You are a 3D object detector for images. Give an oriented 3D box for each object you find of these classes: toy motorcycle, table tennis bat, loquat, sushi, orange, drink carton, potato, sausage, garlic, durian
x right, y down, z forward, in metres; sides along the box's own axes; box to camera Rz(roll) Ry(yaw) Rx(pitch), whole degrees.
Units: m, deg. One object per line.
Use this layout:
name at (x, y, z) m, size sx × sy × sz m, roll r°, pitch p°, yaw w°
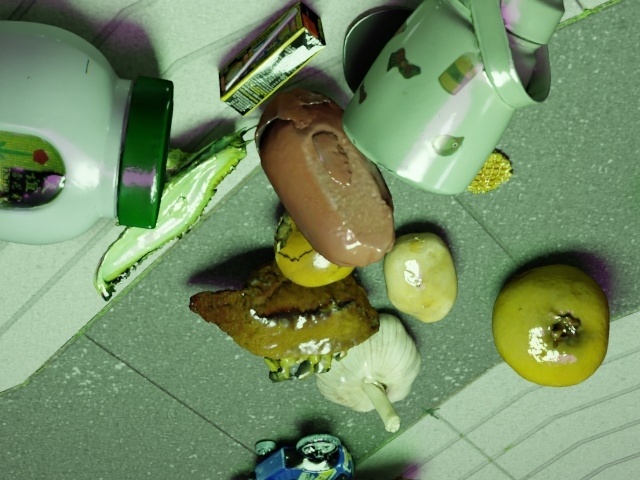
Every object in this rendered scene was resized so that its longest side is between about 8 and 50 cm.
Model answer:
toy motorcycle at (-0.041, 0.451, 2.366) m, size 0.169 × 0.113 × 0.315 m, roll 17°, pitch 139°, yaw -34°
table tennis bat at (0.104, -0.234, 1.790) m, size 0.138 × 0.022 × 0.246 m, roll -9°, pitch 133°, yaw -1°
loquat at (0.391, 0.142, 2.066) m, size 0.208 × 0.208 × 0.208 m, roll -4°, pitch 134°, yaw -4°
sushi at (-0.048, 0.123, 2.013) m, size 0.296 × 0.167 × 0.179 m, roll -9°, pitch 151°, yaw -27°
orange at (0.000, 0.000, 1.914) m, size 0.156 × 0.156 × 0.134 m, roll -32°, pitch 135°, yaw 21°
drink carton at (-0.070, -0.254, 1.713) m, size 0.166 × 0.071 × 0.056 m, roll -38°, pitch 129°, yaw 24°
potato at (0.164, 0.061, 2.019) m, size 0.118 × 0.109 × 0.178 m, roll 2°, pitch 132°, yaw 22°
sausage at (0.009, -0.089, 1.771) m, size 0.152 × 0.152 × 0.279 m, roll -29°, pitch 94°, yaw 19°
garlic at (0.090, 0.253, 2.114) m, size 0.199 × 0.226 × 0.199 m, roll -7°, pitch 132°, yaw -8°
durian at (-0.221, -0.065, 1.840) m, size 0.375 × 0.106 × 0.132 m, roll -47°, pitch 130°, yaw 6°

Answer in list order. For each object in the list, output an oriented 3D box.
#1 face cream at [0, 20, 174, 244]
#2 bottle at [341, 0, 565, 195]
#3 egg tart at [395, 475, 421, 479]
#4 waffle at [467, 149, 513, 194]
face cream at (-0.387, -0.140, 1.665) m, size 0.357 × 0.219 × 0.312 m, roll 7°, pitch 119°, yaw -6°
bottle at (0.207, -0.248, 1.657) m, size 0.229 × 0.229 × 0.351 m, roll 22°, pitch 115°, yaw -26°
egg tart at (0.053, 0.560, 2.368) m, size 0.340 × 0.153 × 0.351 m, roll -5°, pitch 159°, yaw -25°
waffle at (0.262, -0.107, 1.935) m, size 0.078 × 0.016 × 0.085 m, roll 28°, pitch 125°, yaw -29°
